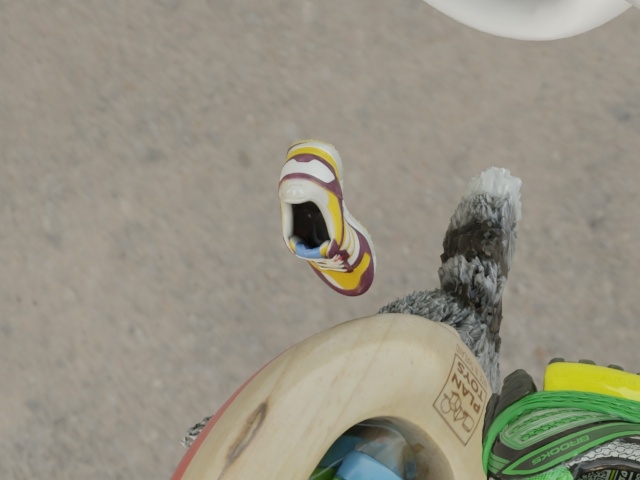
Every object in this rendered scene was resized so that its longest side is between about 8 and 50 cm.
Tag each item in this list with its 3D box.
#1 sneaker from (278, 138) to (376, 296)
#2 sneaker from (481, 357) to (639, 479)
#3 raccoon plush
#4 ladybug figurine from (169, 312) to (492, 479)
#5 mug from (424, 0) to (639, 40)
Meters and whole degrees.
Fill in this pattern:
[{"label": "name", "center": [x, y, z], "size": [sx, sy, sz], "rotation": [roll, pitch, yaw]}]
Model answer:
[{"label": "sneaker", "center": [0.000, 0.000, 1.413], "size": [0.069, 0.084, 0.185], "rotation": [-4, 133, 22]}, {"label": "sneaker", "center": [0.268, 0.176, 0.959], "size": [0.343, 0.146, 0.134], "rotation": [6, 118, 6]}, {"label": "raccoon plush", "center": [0.043, 0.130, 1.693], "size": [0.299, 0.446, 0.216], "rotation": [5, 142, 20]}, {"label": "ladybug figurine", "center": [-0.013, 0.249, 1.295], "size": [0.305, 0.162, 0.449], "rotation": [52, 60, -28]}, {"label": "mug", "center": [0.055, -0.231, 0.519], "size": [0.276, 0.328, 0.374], "rotation": [-35, 147, -26]}]
